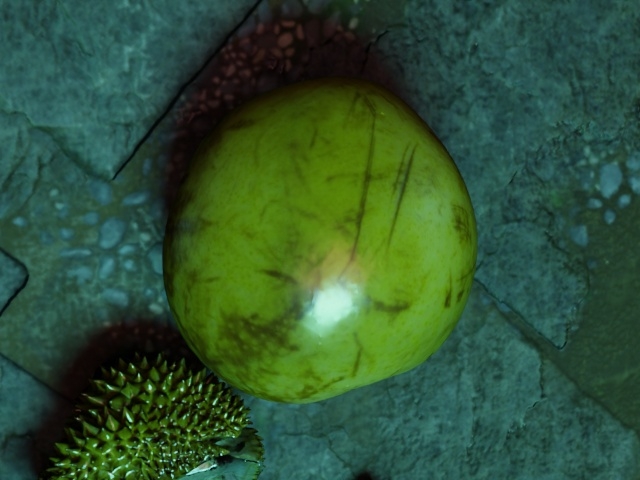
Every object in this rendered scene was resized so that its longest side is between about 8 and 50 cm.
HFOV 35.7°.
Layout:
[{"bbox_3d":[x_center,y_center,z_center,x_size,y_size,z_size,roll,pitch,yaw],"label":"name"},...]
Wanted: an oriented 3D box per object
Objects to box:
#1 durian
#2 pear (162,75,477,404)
[{"bbox_3d":[-0.180,0.187,0.899,0.237,0.193,0.138,-13,63,-22],"label":"durian"},{"bbox_3d":[0.000,0.000,0.851,0.280,0.281,0.281,-3,102,-14],"label":"pear"}]
